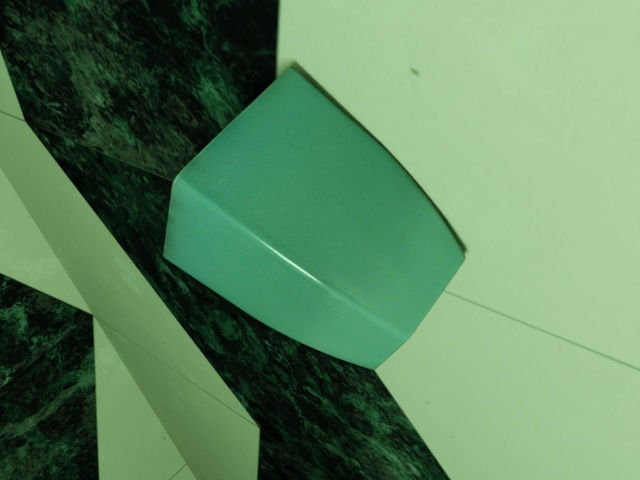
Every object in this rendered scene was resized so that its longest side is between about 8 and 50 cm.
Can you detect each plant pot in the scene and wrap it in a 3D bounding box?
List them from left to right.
[{"bbox_3d":[0.000,0.000,0.724,0.234,0.165,0.165,38,152,5],"label":"plant pot"}]
